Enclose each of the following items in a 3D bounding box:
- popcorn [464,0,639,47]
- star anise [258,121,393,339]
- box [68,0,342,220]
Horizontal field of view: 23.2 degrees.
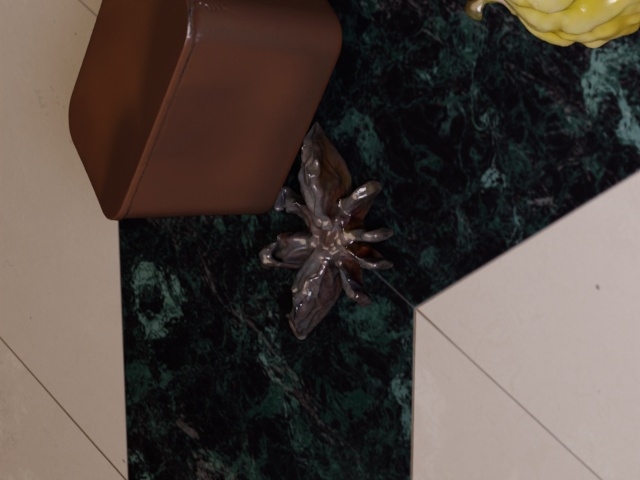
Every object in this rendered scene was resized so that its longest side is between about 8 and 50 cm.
[{"bbox_3d":[0.261,-0.385,1.563,0.382,0.349,0.349,-42,70,12],"label":"popcorn"},{"bbox_3d":[-0.002,0.004,2.045,0.198,0.111,0.257,46,124,25],"label":"star anise"},{"bbox_3d":[-0.150,-0.209,1.999,0.239,0.229,0.339,62,139,41],"label":"box"}]
